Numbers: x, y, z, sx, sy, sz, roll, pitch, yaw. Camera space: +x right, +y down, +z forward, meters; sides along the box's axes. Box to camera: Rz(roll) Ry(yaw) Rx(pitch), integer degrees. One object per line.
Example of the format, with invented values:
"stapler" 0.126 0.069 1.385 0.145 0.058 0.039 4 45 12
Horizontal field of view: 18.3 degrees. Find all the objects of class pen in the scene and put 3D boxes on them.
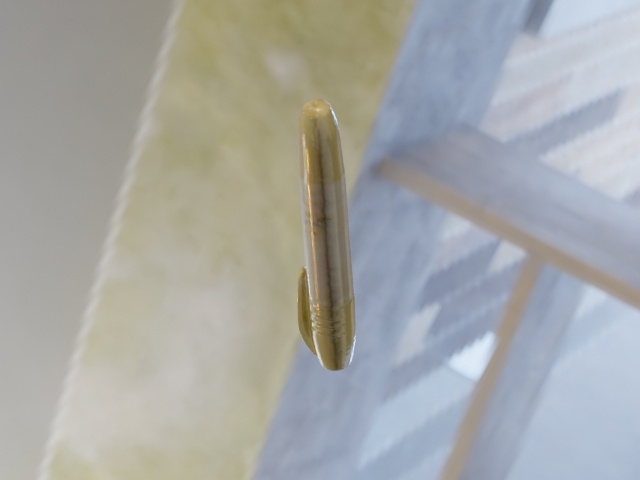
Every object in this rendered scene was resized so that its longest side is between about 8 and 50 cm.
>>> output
"pen" 0.000 0.000 1.268 0.233 0.040 0.032 85 -157 -44
